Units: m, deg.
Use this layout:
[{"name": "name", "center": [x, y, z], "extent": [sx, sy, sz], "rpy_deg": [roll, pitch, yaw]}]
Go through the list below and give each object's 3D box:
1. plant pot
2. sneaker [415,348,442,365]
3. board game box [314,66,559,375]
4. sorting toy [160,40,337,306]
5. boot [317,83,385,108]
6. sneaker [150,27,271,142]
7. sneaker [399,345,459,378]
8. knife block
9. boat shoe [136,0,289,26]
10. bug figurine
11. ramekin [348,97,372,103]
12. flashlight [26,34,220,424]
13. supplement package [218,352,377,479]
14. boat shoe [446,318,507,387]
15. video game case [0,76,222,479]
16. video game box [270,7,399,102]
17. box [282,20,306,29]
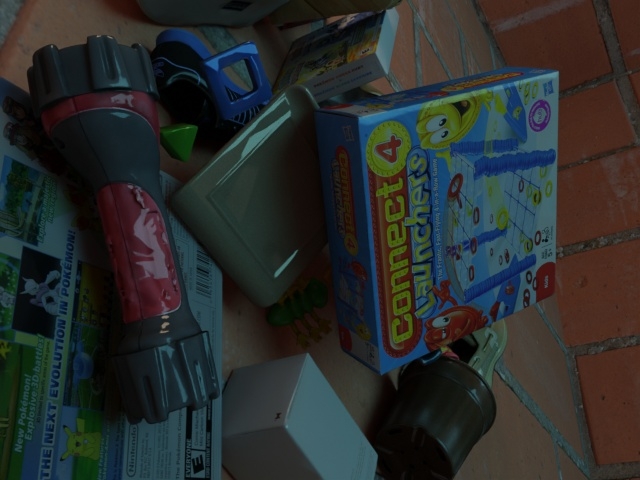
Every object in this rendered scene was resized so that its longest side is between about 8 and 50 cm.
[{"name": "plant pot", "center": [0.170, 0.292, 1.016], "extent": [0.165, 0.167, 0.167], "rpy_deg": [-37, 108, -53]}, {"name": "sneaker", "center": [0.172, 0.051, 0.963], "extent": [0.131, 0.148, 0.350], "rpy_deg": [-29, 146, -32]}, {"name": "board game box", "center": [0.156, -0.034, 0.799], "extent": [0.302, 0.086, 0.308], "rpy_deg": [-19, 114, -28]}, {"name": "sorting toy", "center": [-0.052, -0.048, 0.737], "extent": [0.196, 0.047, 0.347], "rpy_deg": [-46, 125, -17]}, {"name": "boot", "center": [0.050, -0.209, 1.188], "extent": [0.248, 0.090, 0.206], "rpy_deg": [52, 47, -44]}, {"name": "sneaker", "center": [-0.121, -0.151, 0.802], "extent": [0.232, 0.081, 0.090], "rpy_deg": [37, 46, -40]}, {"name": "sneaker", "center": [0.213, 0.217, 1.197], "extent": [0.081, 0.094, 0.208], "rpy_deg": [60, 28, -21]}, {"name": "knife block", "center": [-0.020, -0.456, 0.977], "extent": [0.088, 0.276, 0.242], "rpy_deg": [-50, 136, -58]}, {"name": "boat shoe", "center": [-0.158, -0.371, 0.829], "extent": [0.158, 0.127, 0.340], "rpy_deg": [63, 19, -4]}, {"name": "bug figurine", "center": [0.000, 0.000, 0.846], "extent": [0.216, 0.072, 0.279], "rpy_deg": [-29, 105, -21]}, {"name": "ramekin", "center": [0.052, -0.118, 0.978], "extent": [0.109, 0.207, 0.207], "rpy_deg": [44, 37, -28]}, {"name": "flashlight", "center": [-0.158, -0.006, 0.535], "extent": [0.103, 0.103, 0.304], "rpy_deg": [-11, 85, -37]}, {"name": "supplement package", "center": [-0.026, 0.229, 0.718], "extent": [0.179, 0.105, 0.105], "rpy_deg": [60, 30, -26]}, {"name": "boat shoe", "center": [0.319, 0.221, 1.383], "extent": [0.098, 0.109, 0.302], "rpy_deg": [54, 41, -22]}, {"name": "video game case", "center": [-0.192, 0.062, 0.578], "extent": [0.300, 0.036, 0.329], "rpy_deg": [33, 48, -53]}, {"name": "video game box", "center": [0.025, -0.295, 1.039], "extent": [0.048, 0.187, 0.205], "rpy_deg": [53, 32, -31]}, {"name": "box", "center": [0.001, -0.471, 1.168], "extent": [0.128, 0.123, 0.257], "rpy_deg": [65, 28, -14]}]
